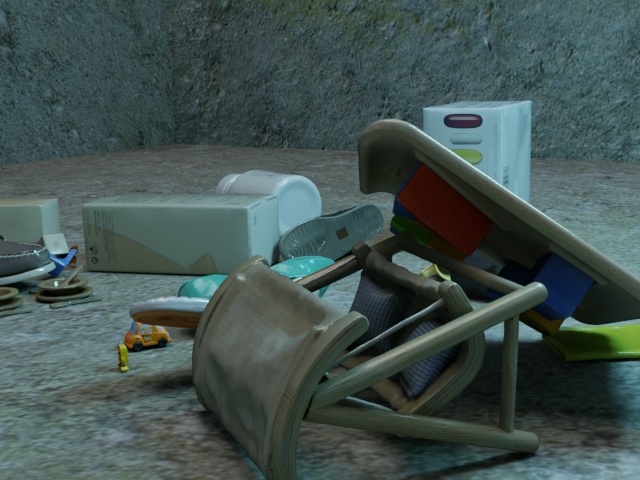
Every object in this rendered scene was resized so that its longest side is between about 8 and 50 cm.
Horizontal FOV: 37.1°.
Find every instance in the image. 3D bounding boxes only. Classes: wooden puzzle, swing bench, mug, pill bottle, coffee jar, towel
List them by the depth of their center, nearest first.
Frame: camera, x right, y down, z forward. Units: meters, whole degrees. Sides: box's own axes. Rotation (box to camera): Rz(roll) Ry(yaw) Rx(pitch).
[{"bbox_3d":[0.030,0.102,0.886,0.255,0.165,0.253,-6,13,-23],"label":"swing bench"},{"bbox_3d":[0.188,0.012,1.019,0.348,0.080,0.322,30,-5,6],"label":"wooden puzzle"},{"bbox_3d":[0.392,0.116,1.133,0.237,0.021,0.102,-3,10,-3],"label":"towel"},{"bbox_3d":[0.279,0.034,1.429,0.096,0.079,0.184,12,16,43],"label":"coffee jar"},{"bbox_3d":[0.198,0.031,1.517,0.078,0.062,0.064,4,2,-5],"label":"mug"},{"bbox_3d":[-0.114,-0.076,1.931,0.131,0.131,0.229,-10,14,-36],"label":"pill bottle"}]

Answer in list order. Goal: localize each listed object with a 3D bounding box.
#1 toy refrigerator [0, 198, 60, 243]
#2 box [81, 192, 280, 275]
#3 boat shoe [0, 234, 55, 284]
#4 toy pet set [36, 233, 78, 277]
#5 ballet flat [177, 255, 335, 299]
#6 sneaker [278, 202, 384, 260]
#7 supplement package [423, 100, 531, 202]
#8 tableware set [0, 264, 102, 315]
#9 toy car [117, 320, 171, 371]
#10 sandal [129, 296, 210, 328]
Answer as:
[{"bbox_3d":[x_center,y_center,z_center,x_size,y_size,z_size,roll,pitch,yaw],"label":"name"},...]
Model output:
[{"bbox_3d":[-0.642,-0.024,1.827,0.270,0.102,0.094,-1,11,7],"label":"toy refrigerator"},{"bbox_3d":[-0.238,-0.014,1.652,0.311,0.121,0.148,2,11,18],"label":"box"},{"bbox_3d":[-0.585,0.021,1.552,0.324,0.096,0.116,-2,10,19],"label":"boat shoe"},{"bbox_3d":[-0.458,0.041,1.631,0.122,0.065,0.114,-7,-23,-41],"label":"toy pet set"},{"bbox_3d":[-0.070,0.081,1.288,0.247,0.083,0.087,-8,37,-31],"label":"ballet flat"},{"bbox_3d":[0.000,0.000,1.715,0.222,0.083,0.118,-18,-1,-34],"label":"sneaker"},{"bbox_3d":[0.285,-0.117,1.728,0.145,0.261,0.204,3,12,26],"label":"supplement package"},{"bbox_3d":[-0.440,0.074,1.440,0.194,0.039,0.128,-8,12,-32],"label":"tableware set"},{"bbox_3d":[-0.214,0.120,1.158,0.060,0.040,0.122,-3,10,-6],"label":"toy car"},{"bbox_3d":[-0.088,0.113,1.077,0.265,0.076,0.102,6,-16,-27],"label":"sandal"}]
